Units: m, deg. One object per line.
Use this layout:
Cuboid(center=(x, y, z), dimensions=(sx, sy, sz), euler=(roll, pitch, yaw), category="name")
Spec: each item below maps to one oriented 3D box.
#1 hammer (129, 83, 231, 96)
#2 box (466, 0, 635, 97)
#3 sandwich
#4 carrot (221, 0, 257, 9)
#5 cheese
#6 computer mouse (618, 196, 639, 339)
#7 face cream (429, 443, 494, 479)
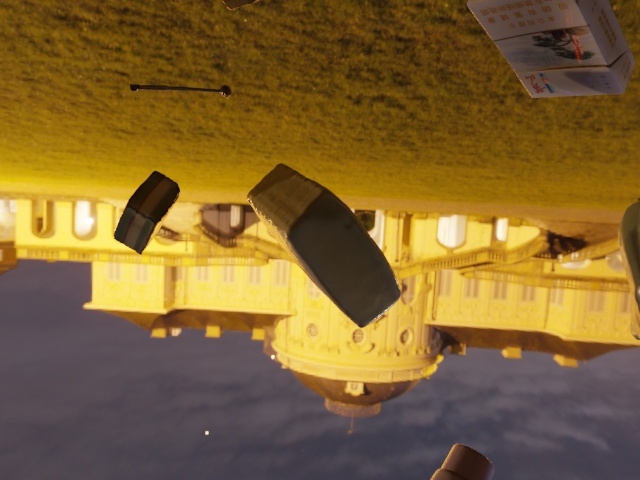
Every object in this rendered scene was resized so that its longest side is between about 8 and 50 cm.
Cuboid(center=(-0.174, -0.191, 0.643), dimensions=(0.123, 0.014, 0.029), euler=(-2, -149, -16), category="hammer")
Cuboid(center=(0.341, -0.303, 0.749), dimensions=(0.233, 0.066, 0.150), euler=(32, 172, -38), category="box")
Cuboid(center=(-0.374, -0.057, 1.112), dimensions=(0.079, 0.113, 0.163), euler=(34, 142, -10), category="sandwich")
Cuboid(center=(0.013, -0.281, 0.400), dimensions=(0.260, 0.070, 0.070), euler=(-36, -178, 5), category="carrot")
Cuboid(center=(0.000, 0.000, 0.913), dimensions=(0.242, 0.124, 0.265), euler=(48, 176, -27), category="cheese")
Cuboid(center=(0.432, -0.026, 0.514), dimensions=(0.429, 0.145, 0.228), euler=(-32, -175, -42), category="computer mouse")
Cuboid(center=(0.232, 0.528, 0.973), dimensions=(0.154, 0.096, 0.273), euler=(17, -127, 35), category="face cream")
